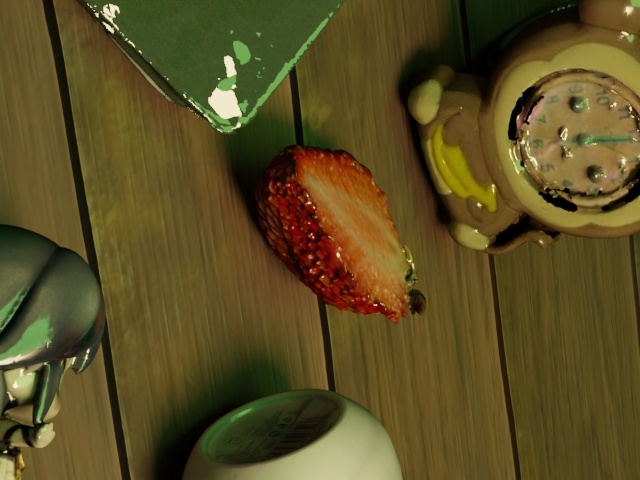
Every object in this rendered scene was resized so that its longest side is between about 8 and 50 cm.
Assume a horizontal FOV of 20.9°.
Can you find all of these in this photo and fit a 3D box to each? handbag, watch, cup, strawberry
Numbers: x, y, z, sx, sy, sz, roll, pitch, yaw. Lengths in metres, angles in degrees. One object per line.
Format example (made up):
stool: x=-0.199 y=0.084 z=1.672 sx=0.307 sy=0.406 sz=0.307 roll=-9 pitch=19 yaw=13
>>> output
handbag: x=-0.084 y=-0.260 z=1.531 sx=0.260 sy=0.079 sz=0.247 roll=-47 pitch=128 yaw=-5
watch: x=0.302 y=-0.163 z=1.896 sx=0.327 sy=0.335 sz=0.314 roll=-49 pitch=122 yaw=-57
cup: x=0.001 y=0.311 z=1.625 sx=0.212 sy=0.212 sz=0.317 roll=-34 pitch=116 yaw=-41
strawberry: x=0.000 y=-0.005 z=1.676 sx=0.236 sy=0.107 sz=0.175 roll=55 pitch=25 yaw=-26

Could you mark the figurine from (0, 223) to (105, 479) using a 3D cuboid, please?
figurine: x=-0.272 y=0.114 z=1.353 sx=0.197 sy=0.175 sz=0.265 roll=50 pitch=50 yaw=-31
